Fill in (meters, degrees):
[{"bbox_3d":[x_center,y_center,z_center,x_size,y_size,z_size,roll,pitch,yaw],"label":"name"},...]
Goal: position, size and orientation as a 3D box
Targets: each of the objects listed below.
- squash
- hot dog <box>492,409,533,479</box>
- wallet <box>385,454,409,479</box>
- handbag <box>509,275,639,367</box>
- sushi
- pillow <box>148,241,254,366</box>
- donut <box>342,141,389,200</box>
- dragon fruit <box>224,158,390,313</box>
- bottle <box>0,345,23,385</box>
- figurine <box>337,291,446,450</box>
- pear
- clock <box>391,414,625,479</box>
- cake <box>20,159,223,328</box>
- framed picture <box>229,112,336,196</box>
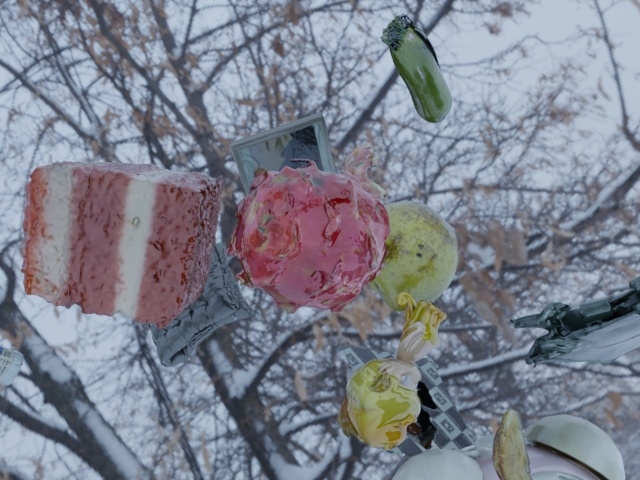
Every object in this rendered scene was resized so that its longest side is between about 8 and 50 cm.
[{"bbox_3d":[0.123,-0.203,0.897,0.052,0.052,0.183,-42,-37,-2],"label":"squash"},{"bbox_3d":[0.188,0.216,0.734,0.034,0.090,0.030,-8,-15,0],"label":"hot dog"},{"bbox_3d":[0.278,0.571,1.908,0.230,0.124,0.042,-56,12,7],"label":"wallet"},{"bbox_3d":[0.417,0.092,0.959,0.260,0.079,0.247,6,-29,-43],"label":"handbag"},{"bbox_3d":[0.183,0.363,1.594,0.294,0.292,0.059,16,-57,-36],"label":"sushi"},{"bbox_3d":[-0.339,0.166,1.924,0.326,0.228,0.101,-36,-26,25],"label":"pillow"},{"bbox_3d":[0.111,-0.180,2.005,0.117,0.166,0.065,-20,-15,19],"label":"donut"},{"bbox_3d":[0.000,0.000,1.025,0.268,0.210,0.205,7,-77,-56],"label":"dragon fruit"},{"bbox_3d":[-0.588,0.169,1.175,0.217,0.060,0.060,31,-72,-31],"label":"bottle"},{"bbox_3d":[0.118,0.210,1.161,0.246,0.131,0.156,-59,-36,-9],"label":"figurine"},{"bbox_3d":[0.159,0.021,1.323,0.197,0.197,0.197,-32,-29,-20],"label":"pear"},{"bbox_3d":[0.262,0.414,0.967,0.342,0.326,0.184,-9,-1,-27],"label":"clock"},{"bbox_3d":[-0.368,-0.012,1.397,0.269,0.319,0.270,-77,-3,-81],"label":"cake"},{"bbox_3d":[-0.060,-0.121,1.486,0.192,0.018,0.265,-21,-46,-6],"label":"framed picture"}]
